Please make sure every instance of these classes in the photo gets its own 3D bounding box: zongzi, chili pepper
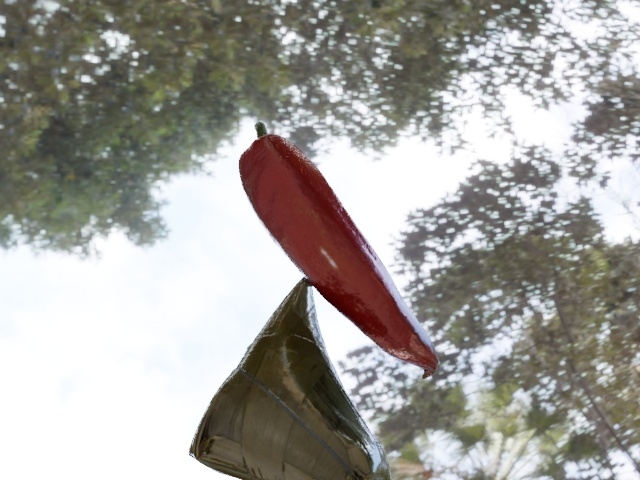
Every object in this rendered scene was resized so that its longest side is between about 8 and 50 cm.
[{"bbox_3d":[0.007,0.157,1.098,0.228,0.115,0.256,12,-122,36],"label":"zongzi"},{"bbox_3d":[0.001,0.003,1.162,0.092,0.137,0.368,-33,-104,3],"label":"chili pepper"}]
